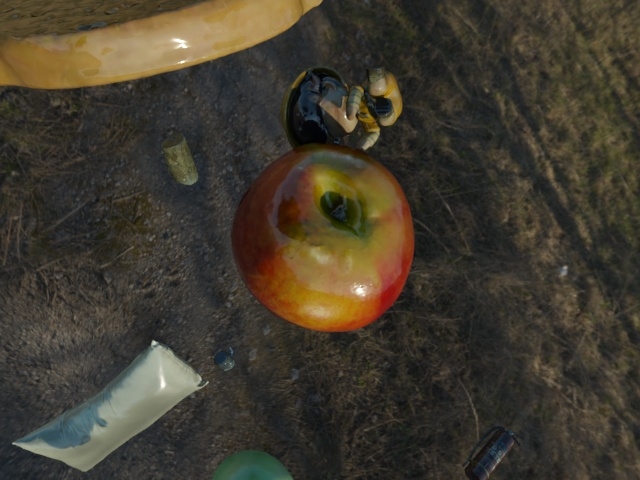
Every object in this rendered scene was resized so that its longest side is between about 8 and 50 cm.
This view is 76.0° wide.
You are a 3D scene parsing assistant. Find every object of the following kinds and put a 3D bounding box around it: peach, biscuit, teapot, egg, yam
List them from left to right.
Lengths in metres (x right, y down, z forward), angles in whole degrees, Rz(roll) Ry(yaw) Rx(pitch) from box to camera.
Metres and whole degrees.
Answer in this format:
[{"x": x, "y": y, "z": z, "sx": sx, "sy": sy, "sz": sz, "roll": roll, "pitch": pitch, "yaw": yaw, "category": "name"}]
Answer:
[{"x": -0.158, "y": -0.237, "z": 0.400, "sx": 0.313, "sy": 0.057, "sz": 0.351, "roll": -14, "pitch": 45, "yaw": -7, "category": "biscuit"}, {"x": -0.509, "y": -0.295, "z": 1.475, "sx": 0.107, "sy": 0.183, "sz": 0.107, "roll": 1, "pitch": 52, "yaw": -1, "category": "yam"}, {"x": -0.303, "y": 0.370, "z": 1.286, "sx": 0.049, "sy": 0.083, "sz": 0.063, "roll": -13, "pitch": 63, "yaw": -2, "category": "teapot"}, {"x": -0.189, "y": 0.737, "z": 1.182, "sx": 0.270, "sy": 0.220, "sz": 0.220, "roll": 40, "pitch": 57, "yaw": -3, "category": "egg"}, {"x": 0.000, "y": 0.000, "z": 0.834, "sx": 0.389, "sy": 0.388, "sz": 0.387, "roll": 11, "pitch": 67, "yaw": -27, "category": "peach"}]

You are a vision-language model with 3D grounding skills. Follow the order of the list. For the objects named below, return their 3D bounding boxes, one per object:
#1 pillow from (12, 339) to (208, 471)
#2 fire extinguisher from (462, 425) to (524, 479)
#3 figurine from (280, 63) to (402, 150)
[{"x": -0.318, "y": 0.263, "z": 0.642, "sx": 0.254, "sy": 0.144, "sz": 0.078, "roll": -35, "pitch": 49, "yaw": -4, "category": "pillow"}, {"x": 0.366, "y": 0.449, "z": 0.869, "sx": 0.158, "sy": 0.043, "sz": 0.064, "roll": -27, "pitch": 52, "yaw": -33, "category": "fire extinguisher"}, {"x": 0.040, "y": -0.274, "z": 0.857, "sx": 0.167, "sy": 0.257, "sz": 0.192, "roll": -67, "pitch": 145, "yaw": -43, "category": "figurine"}]
